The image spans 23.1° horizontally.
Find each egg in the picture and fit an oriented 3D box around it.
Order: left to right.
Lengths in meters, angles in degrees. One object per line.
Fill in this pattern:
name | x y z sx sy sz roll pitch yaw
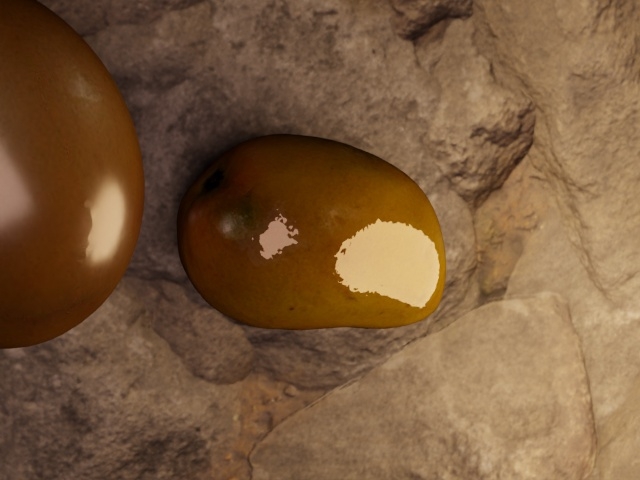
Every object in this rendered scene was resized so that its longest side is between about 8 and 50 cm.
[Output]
egg | -0.310 -0.071 1.459 0.283 0.282 0.351 -20 101 -14

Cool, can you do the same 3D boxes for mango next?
mango | 0.000 0.000 1.655 0.317 0.173 0.211 14 100 -29
